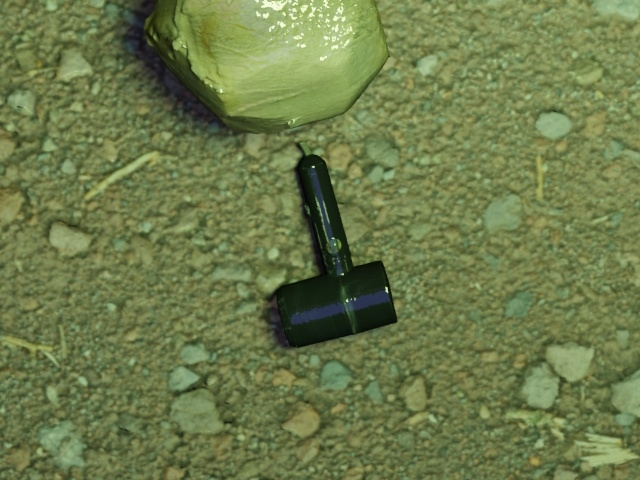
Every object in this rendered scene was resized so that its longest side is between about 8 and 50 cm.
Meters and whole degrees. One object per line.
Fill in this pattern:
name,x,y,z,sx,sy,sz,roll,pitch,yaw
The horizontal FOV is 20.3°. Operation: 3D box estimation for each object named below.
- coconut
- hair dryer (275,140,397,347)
coconut,-0.056,-0.215,1.765,0.230,0.227,0.227,-15,107,1
hair dryer,0.000,0.000,1.917,0.124,0.071,0.219,-13,101,2
